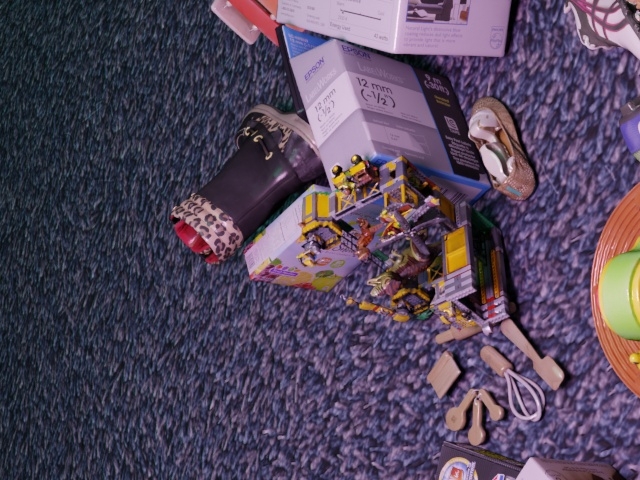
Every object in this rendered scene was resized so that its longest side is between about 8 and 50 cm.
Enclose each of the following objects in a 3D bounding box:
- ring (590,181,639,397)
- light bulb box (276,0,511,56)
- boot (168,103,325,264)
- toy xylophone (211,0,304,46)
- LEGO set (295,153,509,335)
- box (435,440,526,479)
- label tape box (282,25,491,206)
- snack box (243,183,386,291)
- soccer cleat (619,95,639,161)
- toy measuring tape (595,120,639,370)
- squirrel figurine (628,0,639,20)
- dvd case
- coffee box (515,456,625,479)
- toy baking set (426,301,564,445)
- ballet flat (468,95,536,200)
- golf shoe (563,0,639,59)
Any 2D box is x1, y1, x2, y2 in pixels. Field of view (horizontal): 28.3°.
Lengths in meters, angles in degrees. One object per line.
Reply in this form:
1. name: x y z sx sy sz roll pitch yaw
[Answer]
1. ring: 0.473 0.062 1.621 0.337 0.032 0.336 -6 82 50
2. light bulb box: 0.122 -0.497 2.012 0.358 0.225 0.361 28 116 53
3. boot: -0.141 -0.099 2.239 0.284 0.138 0.377 -43 22 -12
4. toy xylophone: -0.080 -0.496 2.348 0.323 0.236 0.081 -31 32 45
5. LEGO set: 0.124 0.043 1.859 0.255 0.331 0.192 -21 47 25
6. box: 0.240 0.444 1.813 0.216 0.060 0.270 12 90 52
7. label tape box: 0.100 -0.213 2.012 0.115 0.249 0.347 -42 50 37
8. snack box: 0.000 0.000 2.141 0.207 0.174 0.070 -43 52 37
9. soccer cleat: 0.521 -0.176 1.629 0.289 0.093 0.121 -26 91 41
10. toy measuring tape: 0.402 0.006 1.593 0.121 0.121 0.330 -6 84 51
11. squirrel figurine: 0.524 -0.420 1.532 0.370 0.281 0.397 -127 42 -51
12. dvd case: 0.014 -0.236 2.133 0.022 0.253 0.180 -26 59 21
13. coffee box: 0.371 0.410 1.572 0.297 0.168 0.119 49 118 45
14. toy baking set: 0.259 0.192 1.887 0.256 0.030 0.196 -35 57 41
15. ballet flat: 0.266 -0.149 1.936 0.073 0.067 0.206 -50 45 31
16. golf shoe: 0.428 -0.302 1.769 0.273 0.105 0.120 -111 33 -43
